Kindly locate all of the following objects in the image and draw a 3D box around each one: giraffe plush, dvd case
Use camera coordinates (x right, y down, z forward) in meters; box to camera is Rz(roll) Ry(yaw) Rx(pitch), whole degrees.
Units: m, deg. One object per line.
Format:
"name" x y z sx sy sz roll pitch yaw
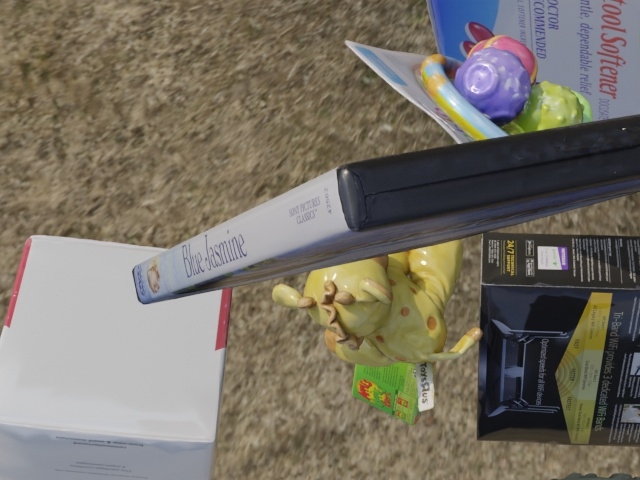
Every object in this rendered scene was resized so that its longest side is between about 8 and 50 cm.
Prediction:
"giraffe plush" 0.045 0.057 1.166 0.181 0.210 0.170 -36 139 23
"dvd case" 0.040 -0.011 0.456 0.180 0.253 0.022 -11 87 -24

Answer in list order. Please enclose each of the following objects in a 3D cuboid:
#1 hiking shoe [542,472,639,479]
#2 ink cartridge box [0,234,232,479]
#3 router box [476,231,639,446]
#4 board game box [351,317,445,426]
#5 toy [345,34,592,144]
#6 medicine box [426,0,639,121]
"hiking shoe" 0.268 0.260 0.820 0.304 0.132 0.113 10 152 36
"ink cartridge box" -0.125 0.105 0.699 0.127 0.128 0.176 6 142 -5
"router box" 0.303 0.123 1.312 0.243 0.081 0.309 2 138 7
"board game box" 0.093 0.145 1.395 0.092 0.043 0.181 25 142 18
"toy" 0.126 -0.089 0.721 0.137 0.237 0.056 45 109 19
"medicine box" 0.250 -0.203 0.940 0.289 0.263 0.149 11 68 18
